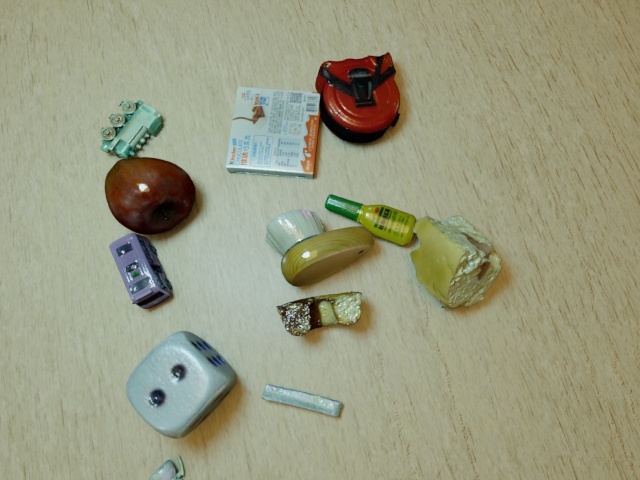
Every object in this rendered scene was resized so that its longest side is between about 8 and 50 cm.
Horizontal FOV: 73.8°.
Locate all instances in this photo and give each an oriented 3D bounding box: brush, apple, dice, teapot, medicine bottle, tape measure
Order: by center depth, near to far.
[{"bbox_3d":[-0.339,0.352,1.056,0.194,0.193,0.192,42,83,13],"label":"dice"},{"bbox_3d":[-0.377,0.589,1.071,0.064,0.064,0.083,47,51,5],"label":"teapot"},{"bbox_3d":[0.000,0.000,1.148,0.266,0.174,0.166,-21,66,-11],"label":"brush"},{"bbox_3d":[-0.472,-0.127,1.169,0.233,0.234,0.234,-1,76,2],"label":"apple"},{"bbox_3d":[0.138,-0.067,1.204,0.260,0.064,0.095,21,78,8],"label":"medicine bottle"},{"bbox_3d":[0.119,-0.416,1.248,0.253,0.114,0.261,-11,79,-12],"label":"tape measure"}]

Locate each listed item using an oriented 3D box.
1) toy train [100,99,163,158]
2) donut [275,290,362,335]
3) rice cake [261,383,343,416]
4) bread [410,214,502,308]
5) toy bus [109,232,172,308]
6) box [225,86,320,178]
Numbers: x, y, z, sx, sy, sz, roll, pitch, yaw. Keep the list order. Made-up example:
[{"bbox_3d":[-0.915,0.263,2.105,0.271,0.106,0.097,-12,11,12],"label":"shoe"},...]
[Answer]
[{"bbox_3d":[-0.576,-0.333,1.295,0.125,0.081,0.194,30,78,5],"label":"toy train"},{"bbox_3d":[0.005,0.188,1.112,0.217,0.141,0.085,-11,86,0],"label":"donut"},{"bbox_3d":[-0.047,0.414,1.107,0.210,0.034,0.043,11,80,5],"label":"rice cake"},{"bbox_3d":[0.340,0.067,1.131,0.183,0.224,0.211,4,118,-24],"label":"bread"},{"bbox_3d":[-0.492,0.083,1.171,0.096,0.108,0.199,-28,77,-4],"label":"toy bus"},{"bbox_3d":[-0.137,-0.327,1.287,0.264,0.048,0.274,6,77,3],"label":"box"}]
